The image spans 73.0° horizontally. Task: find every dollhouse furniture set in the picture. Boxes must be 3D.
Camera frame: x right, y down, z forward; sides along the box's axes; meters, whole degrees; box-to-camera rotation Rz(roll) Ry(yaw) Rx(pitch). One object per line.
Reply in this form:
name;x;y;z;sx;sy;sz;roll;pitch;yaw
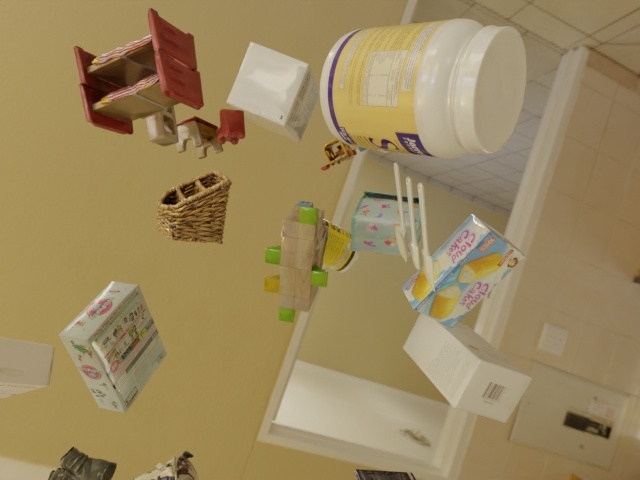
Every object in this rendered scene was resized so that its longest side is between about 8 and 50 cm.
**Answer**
dollhouse furniture set;-0.301;-0.307;0.940;0.201;0.152;0.374;-12;176;19

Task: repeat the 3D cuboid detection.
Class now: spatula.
spatula;0.186;-0.032;0.893;0.019;0.242;0.168;-17;-148;-4

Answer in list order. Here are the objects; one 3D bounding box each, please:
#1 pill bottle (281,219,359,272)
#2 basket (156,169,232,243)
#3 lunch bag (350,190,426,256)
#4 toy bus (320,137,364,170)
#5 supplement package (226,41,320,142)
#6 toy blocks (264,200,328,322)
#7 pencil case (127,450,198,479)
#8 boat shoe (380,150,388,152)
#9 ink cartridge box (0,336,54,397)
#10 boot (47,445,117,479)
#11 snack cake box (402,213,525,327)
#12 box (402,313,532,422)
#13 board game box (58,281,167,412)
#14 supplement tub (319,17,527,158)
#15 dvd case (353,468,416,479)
pill bottle;0.000;0.000;1.944;0.333;0.188;0.188;27;173;-25
basket;-0.443;-0.134;1.478;0.213;0.223;0.299;5;-166;-23
lunch bag;0.231;-0.074;1.429;0.223;0.160;0.262;7;-147;16
toy bus;0.086;-0.400;1.902;0.104;0.191;0.202;64;157;-5
supplement package;-0.140;-0.468;1.409;0.199;0.198;0.262;24;-176;6
toy blocks;-0.047;0.033;1.382;0.190;0.382;0.261;9;-156;9
pencil case;-0.593;0.832;1.379;0.410;0.184;0.160;-24;-171;-1
boat shoe;0.171;-0.383;1.410;0.219;0.078;0.070;50;165;-9
ink cartridge box;-0.656;0.255;0.849;0.203;0.086;0.148;-20;151;22
boot;-0.709;0.733;1.230;0.161;0.247;0.083;25;152;-13
snack cake box;0.354;0.082;1.086;0.152;0.264;0.089;28;-158;-27
box;0.461;0.396;1.415;0.215;0.168;0.345;22;-170;-20
board game box;-0.582;0.306;1.252;0.097;0.304;0.224;5;-145;14
supplement tub;0.188;-0.288;0.834;0.331;0.241;0.241;20;177;42
dvd case;0.210;0.711;1.189;0.221;0.018;0.164;20;-161;-29
